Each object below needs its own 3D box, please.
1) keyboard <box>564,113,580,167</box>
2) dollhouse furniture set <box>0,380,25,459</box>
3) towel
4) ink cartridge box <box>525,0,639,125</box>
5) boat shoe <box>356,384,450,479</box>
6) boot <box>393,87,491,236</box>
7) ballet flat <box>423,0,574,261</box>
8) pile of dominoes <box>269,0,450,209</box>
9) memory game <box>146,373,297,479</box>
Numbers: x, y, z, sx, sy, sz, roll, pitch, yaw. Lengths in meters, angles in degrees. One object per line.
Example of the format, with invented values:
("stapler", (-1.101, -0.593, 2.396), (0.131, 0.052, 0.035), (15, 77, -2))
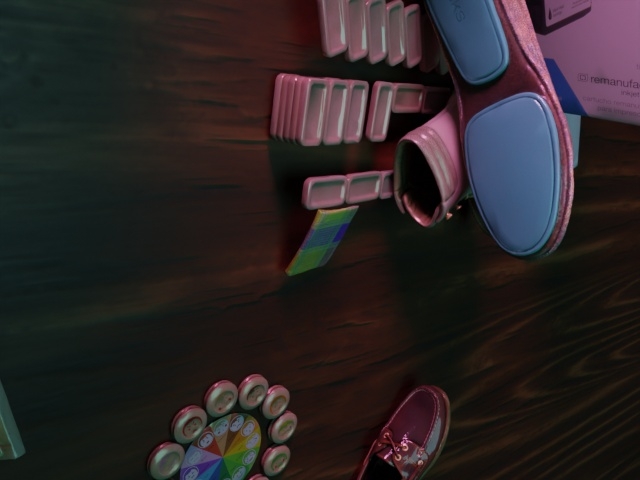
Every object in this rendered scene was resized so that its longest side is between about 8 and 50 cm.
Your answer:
("keyboard", (0.347, -0.208, 0.920), (0.072, 0.014, 0.256), (-34, 129, -36))
("dollhouse furniture set", (-0.284, 0.086, 0.341), (0.182, 0.101, 0.161), (-28, 104, -62))
("towel", (0.000, 0.000, 0.638), (0.060, 0.009, 0.083), (-13, 141, -48))
("ink cartridge box", (0.305, -0.291, 0.685), (0.129, 0.223, 0.307), (-38, 130, -26))
("boat shoe", (0.098, 0.280, 0.835), (0.073, 0.073, 0.207), (24, 90, -49))
("boot", (0.156, -0.058, 0.729), (0.165, 0.077, 0.213), (-44, 130, -33))
("ballet flat", (0.188, -0.141, 0.635), (0.106, 0.107, 0.316), (-15, 92, -48))
("pile of dominoes", (0.052, -0.139, 0.656), (0.251, 0.040, 0.196), (-12, 115, -50))
("memory game", (-0.095, 0.221, 0.665), (0.186, 0.012, 0.186), (-19, 120, -38))
